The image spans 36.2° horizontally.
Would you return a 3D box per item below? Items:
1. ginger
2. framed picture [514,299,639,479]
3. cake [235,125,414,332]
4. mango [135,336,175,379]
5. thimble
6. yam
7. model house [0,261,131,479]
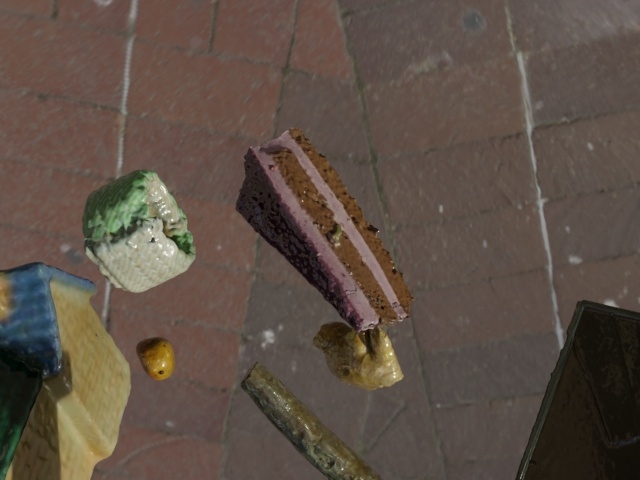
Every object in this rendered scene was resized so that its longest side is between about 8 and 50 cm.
[{"bbox_3d":[0.069,0.224,1.906,0.216,0.102,0.157,1,132,49],"label":"ginger"},{"bbox_3d":[0.389,0.225,1.257,0.213,0.289,0.016,13,157,31],"label":"framed picture"},{"bbox_3d":[0.000,0.000,1.253,0.295,0.116,0.113,53,136,21],"label":"cake"},{"bbox_3d":[-0.289,0.205,1.739,0.060,0.114,0.080,-26,106,-5],"label":"mango"},{"bbox_3d":[-0.335,-0.015,1.785,0.150,0.219,0.219,-26,109,8],"label":"thimble"},{"bbox_3d":[-0.007,0.278,1.355,0.274,0.061,0.061,45,110,-4],"label":"yam"},{"bbox_3d":[-0.487,0.233,1.339,0.334,0.382,0.343,-11,129,9],"label":"model house"}]
